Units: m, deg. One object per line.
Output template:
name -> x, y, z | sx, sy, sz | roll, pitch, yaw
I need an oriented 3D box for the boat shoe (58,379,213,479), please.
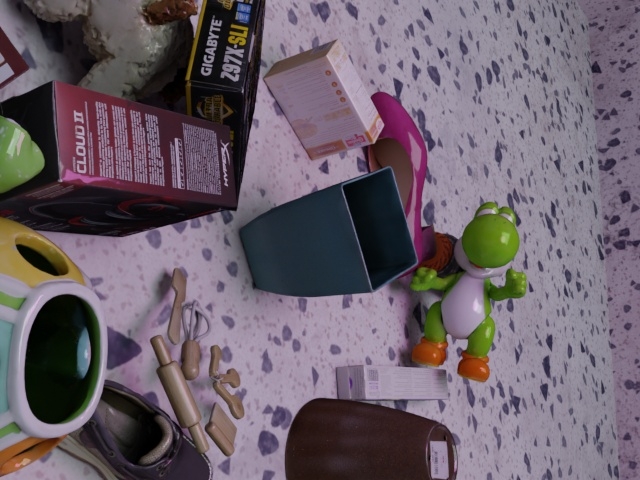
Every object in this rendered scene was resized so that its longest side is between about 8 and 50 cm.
boat shoe -> -0.223, 0.255, 1.000 | 0.285, 0.092, 0.103 | 48, 43, -36

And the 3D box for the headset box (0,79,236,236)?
headset box -> -0.275, -0.082, 0.921 | 0.293, 0.218, 0.110 | 6, 74, -55

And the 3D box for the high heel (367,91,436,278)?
high heel -> 0.136, -0.114, 1.617 | 0.181, 0.127, 0.377 | -20, 92, -50

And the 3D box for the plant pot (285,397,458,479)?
plant pot -> 0.098, 0.360, 1.309 | 0.215, 0.230, 0.215 | 21, 63, -50

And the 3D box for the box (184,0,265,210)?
box -> -0.131, -0.226, 1.132 | 0.322, 0.079, 0.257 | 107, -11, -65

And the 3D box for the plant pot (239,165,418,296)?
plant pot -> 0.000, 0.000, 1.277 | 0.166, 0.234, 0.165 | -26, 101, -56

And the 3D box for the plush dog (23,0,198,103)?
plush dog -> -0.244, -0.295, 1.087 | 0.225, 0.210, 0.262 | -74, 142, -70

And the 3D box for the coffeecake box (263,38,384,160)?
coffeecake box -> 0.008, -0.251, 1.450 | 0.185, 0.142, 0.068 | 58, 39, -27

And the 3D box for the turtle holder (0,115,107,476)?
turtle holder -> -0.316, 0.069, 0.750 | 0.243, 0.227, 0.320 | 52, 46, -54

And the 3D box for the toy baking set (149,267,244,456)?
toy baking set -> -0.174, 0.170, 1.099 | 0.197, 0.030, 0.256 | -49, 116, -76

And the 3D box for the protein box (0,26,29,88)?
protein box -> -0.431, -0.188, 0.744 | 0.201, 0.200, 0.136 | 60, 38, -24

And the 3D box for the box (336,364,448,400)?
box -> 0.147, 0.279, 1.554 | 0.324, 0.063, 0.067 | 14, 70, -53

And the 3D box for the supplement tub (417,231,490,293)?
supplement tub -> 0.290, 0.058, 1.782 | 0.190, 0.117, 0.117 | 32, 55, -46

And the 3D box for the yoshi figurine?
yoshi figurine -> 0.305, 0.091, 1.605 | 0.203, 0.203, 0.362 | 19, 87, -29
